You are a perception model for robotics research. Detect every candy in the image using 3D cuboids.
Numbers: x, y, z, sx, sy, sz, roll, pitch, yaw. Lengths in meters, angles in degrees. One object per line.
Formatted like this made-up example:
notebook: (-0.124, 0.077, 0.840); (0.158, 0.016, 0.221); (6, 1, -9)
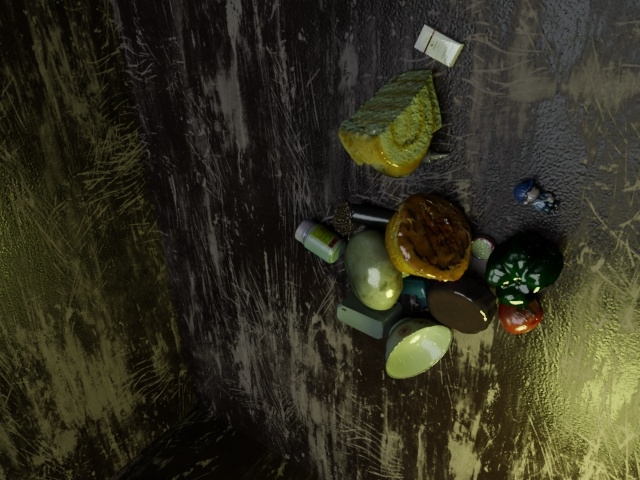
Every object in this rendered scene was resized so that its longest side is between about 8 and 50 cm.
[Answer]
candy: (0.639, 0.028, 1.793); (0.103, 0.043, 0.103); (17, 122, 31)

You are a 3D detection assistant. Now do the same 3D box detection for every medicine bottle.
medicine bottle: (0.402, -0.328, 1.784); (0.199, 0.057, 0.057); (1, 113, 37)
medicine bottle: (0.389, 0.218, 2.058); (0.258, 0.079, 0.124); (6, 113, 36)
medicine bottle: (0.000, 0.000, 2.205); (0.225, 0.139, 0.139); (33, 128, 20)

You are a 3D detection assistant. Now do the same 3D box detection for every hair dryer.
hair dryer: (0.237, -0.044, 2.042); (0.197, 0.089, 0.251); (11, 133, 19)

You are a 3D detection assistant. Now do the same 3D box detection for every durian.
durian: (0.112, -0.083, 2.110); (0.148, 0.091, 0.188); (6, 117, 33)

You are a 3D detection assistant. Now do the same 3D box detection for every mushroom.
mushroom: (0.242, 0.123, 1.929); (0.260, 0.352, 0.352); (-17, 106, -4)

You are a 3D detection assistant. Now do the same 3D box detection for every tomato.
tomato: (0.768, 0.283, 1.759); (0.167, 0.167, 0.167); (17, 122, 30)

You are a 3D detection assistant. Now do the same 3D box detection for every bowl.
bowl: (0.408, 0.455, 2.061); (0.157, 0.337, 0.337); (-125, 37, -47)

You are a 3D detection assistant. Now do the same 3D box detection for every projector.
projector: (0.234, 0.341, 2.159); (0.250, 0.198, 0.108); (20, 123, 30)

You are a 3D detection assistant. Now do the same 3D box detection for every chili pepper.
chili pepper: (0.715, 0.104, 1.632); (0.233, 0.257, 0.248); (41, 123, 19)

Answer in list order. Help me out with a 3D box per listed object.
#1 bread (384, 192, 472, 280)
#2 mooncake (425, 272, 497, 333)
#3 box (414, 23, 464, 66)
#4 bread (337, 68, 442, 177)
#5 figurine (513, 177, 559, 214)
bread: (0.409, 0.000, 1.750); (0.204, 0.358, 0.336); (-33, 46, 55)
mooncake: (0.572, 0.245, 1.853); (0.283, 0.141, 0.283); (26, 147, 18)
box: (0.416, -0.686, 1.603); (0.154, 0.040, 0.084); (38, 133, 17)
bread: (0.292, -0.414, 1.681); (0.239, 0.395, 0.264); (17, 148, 51)
figurine: (0.756, -0.153, 1.598); (0.149, 0.086, 0.087); (36, 171, 4)
